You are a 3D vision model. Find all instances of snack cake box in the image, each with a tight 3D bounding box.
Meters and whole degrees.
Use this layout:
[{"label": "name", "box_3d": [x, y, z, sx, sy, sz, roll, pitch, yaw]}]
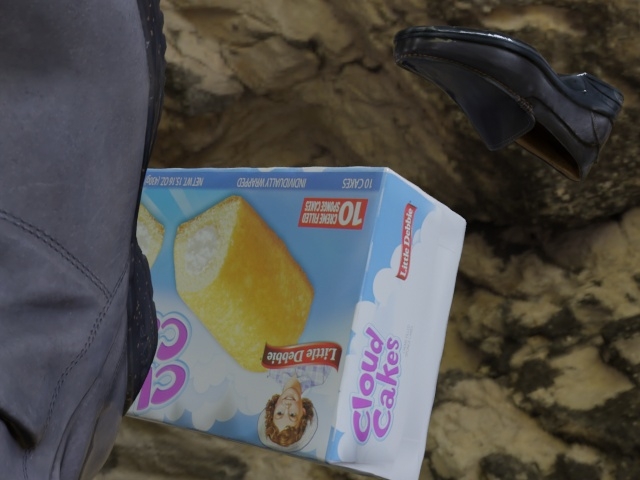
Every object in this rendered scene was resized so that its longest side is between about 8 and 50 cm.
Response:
[{"label": "snack cake box", "box_3d": [-0.057, 0.042, 0.590, 0.264, 0.089, 0.152, 3, -106, 39]}]

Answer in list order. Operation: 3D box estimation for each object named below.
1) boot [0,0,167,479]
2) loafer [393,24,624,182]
[{"label": "boot", "box_3d": [-0.130, 0.023, 0.337, 0.223, 0.118, 0.338, -77, 166, -50]}, {"label": "loafer", "box_3d": [0.116, -0.086, 0.610, 0.062, 0.170, 0.061, 7, -98, 66]}]
